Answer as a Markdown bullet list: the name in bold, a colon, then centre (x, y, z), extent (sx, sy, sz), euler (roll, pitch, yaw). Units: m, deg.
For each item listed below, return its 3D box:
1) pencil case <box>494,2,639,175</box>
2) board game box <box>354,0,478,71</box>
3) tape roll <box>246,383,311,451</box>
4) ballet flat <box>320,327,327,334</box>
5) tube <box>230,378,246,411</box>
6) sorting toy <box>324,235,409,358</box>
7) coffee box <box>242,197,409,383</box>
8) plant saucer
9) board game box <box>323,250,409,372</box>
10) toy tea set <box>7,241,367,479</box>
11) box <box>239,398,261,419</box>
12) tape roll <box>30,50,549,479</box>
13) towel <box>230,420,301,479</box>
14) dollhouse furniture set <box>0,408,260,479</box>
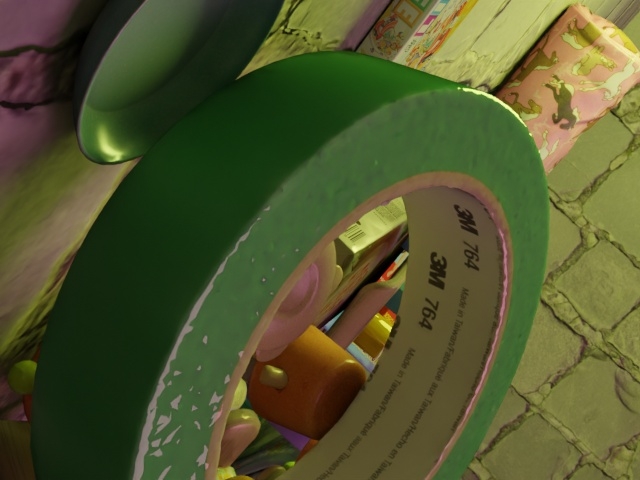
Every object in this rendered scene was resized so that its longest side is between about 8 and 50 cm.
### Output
- **pencil case**: centre (0.310, -0.160, 1.346), extent (0.386, 0.167, 0.160), euler (-50, -155, 20)
- **board game box**: centre (0.087, -0.174, 0.635), extent (0.154, 0.026, 0.103), euler (-51, 170, 24)
- **tape roll**: centre (-0.034, 0.250, 1.388), extent (0.080, 0.189, 0.189), euler (-48, 171, -1)
- **ballet flat**: centre (0.012, 0.076, 1.265), extent (0.079, 0.077, 0.221), euler (-8, 138, -47)
- **tube**: centre (-0.139, 0.159, 0.951), extent (0.240, 0.062, 0.070), euler (31, 60, -77)
- **sorting toy**: centre (0.078, 0.047, 0.846), extent (0.196, 0.047, 0.347), euler (-41, 170, -39)
- **coffee box**: centre (0.000, 0.000, 0.748), extent (0.141, 0.098, 0.246), euler (-51, 171, 24)
- **plant saucer**: centre (-0.059, -0.082, 0.365), extent (0.119, 0.021, 0.119), euler (-45, 170, -10)
- **board game box**: centre (0.134, 0.031, 1.168), extent (0.302, 0.086, 0.308), euler (-46, 145, -4)
- **toy tea set**: centre (-0.063, 0.120, 0.615), extent (0.200, 0.124, 0.336), euler (-44, 137, -24)
- **box**: centre (-0.114, 0.289, 1.595), extent (0.100, 0.060, 0.244), euler (-53, 169, 33)
- **tape roll**: centre (0.006, 0.063, 0.489), extent (0.321, 0.077, 0.321), euler (-27, 130, -38)
- **towel**: centre (-0.099, 0.385, 1.618), extent (0.375, 0.090, 0.320), euler (-25, -174, 33)
- **dollhouse furniture set**: centre (-0.113, 0.285, 0.706), extent (0.394, 0.362, 0.256), euler (12, 128, -44)
